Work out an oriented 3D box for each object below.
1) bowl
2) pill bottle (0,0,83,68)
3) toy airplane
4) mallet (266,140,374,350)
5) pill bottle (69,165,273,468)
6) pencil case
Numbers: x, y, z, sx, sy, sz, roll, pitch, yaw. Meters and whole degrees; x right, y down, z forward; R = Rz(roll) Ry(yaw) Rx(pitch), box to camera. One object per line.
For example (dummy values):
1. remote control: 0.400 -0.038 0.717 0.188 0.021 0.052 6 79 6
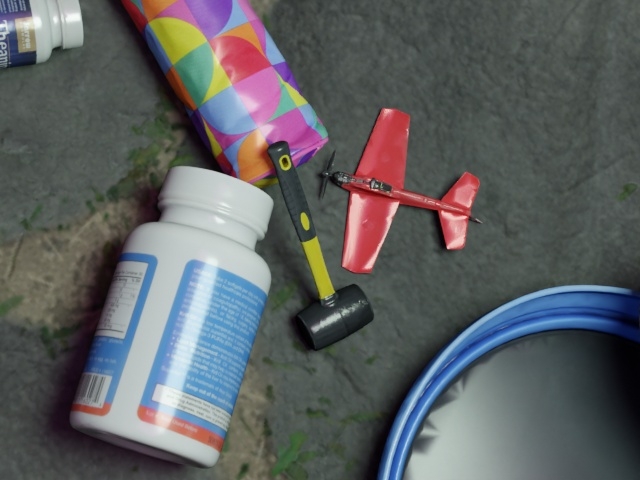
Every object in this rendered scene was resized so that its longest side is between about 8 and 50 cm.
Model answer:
1. bowl: 0.227 0.234 1.445 0.391 0.077 0.391 2 80 -14
2. pill bottle: -0.257 -0.174 1.401 0.120 0.067 0.067 -10 83 -15
3. toy airplane: 0.072 -0.036 1.477 0.151 0.028 0.151 2 82 -13
4. mallet: 0.000 0.000 1.406 0.062 0.039 0.190 -21 119 -19
5. pill bottle: -0.110 0.060 1.368 0.124 0.124 0.221 20 77 -10
6. pencil case: -0.082 -0.157 1.426 0.104 0.104 0.236 -28 89 -16
